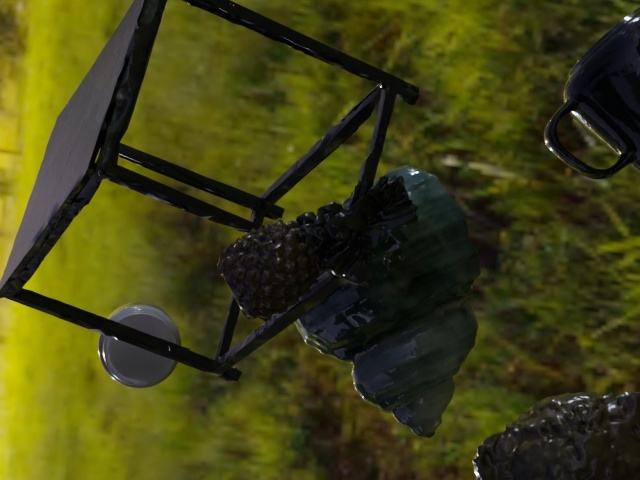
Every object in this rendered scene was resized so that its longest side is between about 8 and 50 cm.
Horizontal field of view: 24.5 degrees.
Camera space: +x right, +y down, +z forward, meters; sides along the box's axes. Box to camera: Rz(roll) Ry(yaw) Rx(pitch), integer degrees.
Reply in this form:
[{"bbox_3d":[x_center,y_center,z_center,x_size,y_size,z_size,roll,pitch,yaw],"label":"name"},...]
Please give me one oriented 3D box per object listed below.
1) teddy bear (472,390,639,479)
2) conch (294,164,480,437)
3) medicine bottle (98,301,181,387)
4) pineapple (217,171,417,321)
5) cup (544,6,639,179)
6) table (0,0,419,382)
[{"bbox_3d":[0.243,0.242,1.417,0.156,0.267,0.256,-114,6,-51],"label":"teddy bear"},{"bbox_3d":[0.073,0.066,1.490,0.195,0.220,0.277,-16,-83,-58],"label":"conch"},{"bbox_3d":[-0.226,0.130,1.841,0.187,0.103,0.102,177,100,-82],"label":"medicine bottle"},{"bbox_3d":[0.000,0.000,1.151,0.074,0.159,0.074,60,-174,-11],"label":"pineapple"},{"bbox_3d":[0.358,-0.145,1.647,0.176,0.223,0.169,49,166,5],"label":"cup"},{"bbox_3d":[-0.118,-0.045,1.432,0.335,0.272,0.222,-39,32,58],"label":"table"}]
